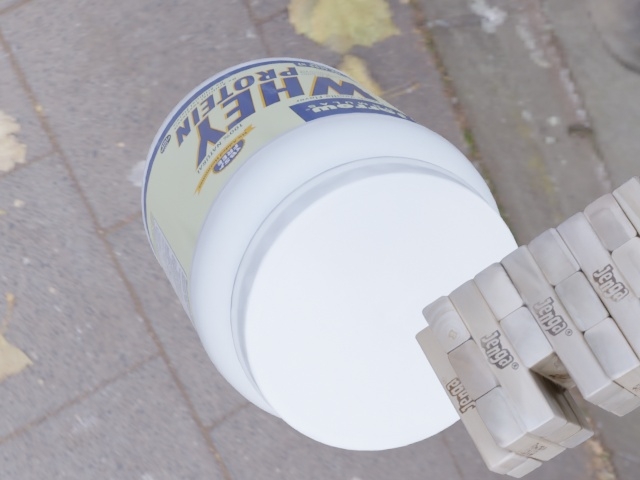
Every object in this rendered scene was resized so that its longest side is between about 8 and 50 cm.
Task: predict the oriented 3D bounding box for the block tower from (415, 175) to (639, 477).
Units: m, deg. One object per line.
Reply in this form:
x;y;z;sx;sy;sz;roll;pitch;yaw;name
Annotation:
0.212;0.002;0.686;0.335;0.091;0.097;-35;65;13;block tower

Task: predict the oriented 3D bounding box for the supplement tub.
0.000;0.000;1.014;0.236;0.325;0.235;-6;110;-16;supplement tub
